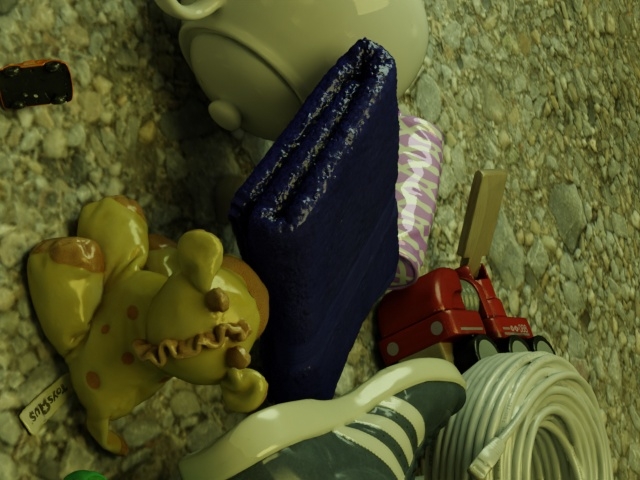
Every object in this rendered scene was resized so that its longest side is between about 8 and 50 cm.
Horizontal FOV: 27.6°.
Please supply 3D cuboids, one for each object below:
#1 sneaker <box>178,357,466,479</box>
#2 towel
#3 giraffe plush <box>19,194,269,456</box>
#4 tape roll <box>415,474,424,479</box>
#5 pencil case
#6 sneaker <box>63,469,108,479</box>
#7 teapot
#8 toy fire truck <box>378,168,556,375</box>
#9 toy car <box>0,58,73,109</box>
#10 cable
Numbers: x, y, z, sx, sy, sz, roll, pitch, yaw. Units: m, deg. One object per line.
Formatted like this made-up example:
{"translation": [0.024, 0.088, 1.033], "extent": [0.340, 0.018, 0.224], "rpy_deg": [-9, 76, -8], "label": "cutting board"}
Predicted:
{"translation": [0.031, 0.198, 1.071], "extent": [0.350, 0.131, 0.148], "rpy_deg": [-11, 70, -53], "label": "sneaker"}
{"translation": [0.000, 0.000, 1.141], "extent": [0.308, 0.076, 0.227], "rpy_deg": [87, 26, -52], "label": "towel"}
{"translation": [-0.116, 0.058, 0.996], "extent": [0.181, 0.170, 0.210], "rpy_deg": [53, 39, -31], "label": "giraffe plush"}
{"translation": [0.138, 0.376, 1.314], "extent": [0.286, 0.100, 0.286], "rpy_deg": [29, 54, -49], "label": "tape roll"}
{"translation": [0.082, -0.047, 1.415], "extent": [0.088, 0.086, 0.206], "rpy_deg": [52, 38, -43], "label": "pencil case"}
{"translation": [-0.093, 0.253, 1.007], "extent": [0.295, 0.109, 0.123], "rpy_deg": [36, 51, -45], "label": "sneaker"}
{"translation": [-0.040, -0.181, 1.185], "extent": [0.256, 0.252, 0.187], "rpy_deg": [39, 70, -3], "label": "teapot"}
{"translation": [0.158, 0.056, 1.451], "extent": [0.217, 0.158, 0.246], "rpy_deg": [7, 60, -55], "label": "toy fire truck"}
{"translation": [-0.238, -0.157, 1.012], "extent": [0.040, 0.060, 0.122], "rpy_deg": [-111, 177, -65], "label": "toy car"}
{"translation": [0.201, 0.238, 1.277], "extent": [0.257, 0.089, 0.257], "rpy_deg": [-55, 127, -43], "label": "cable"}
